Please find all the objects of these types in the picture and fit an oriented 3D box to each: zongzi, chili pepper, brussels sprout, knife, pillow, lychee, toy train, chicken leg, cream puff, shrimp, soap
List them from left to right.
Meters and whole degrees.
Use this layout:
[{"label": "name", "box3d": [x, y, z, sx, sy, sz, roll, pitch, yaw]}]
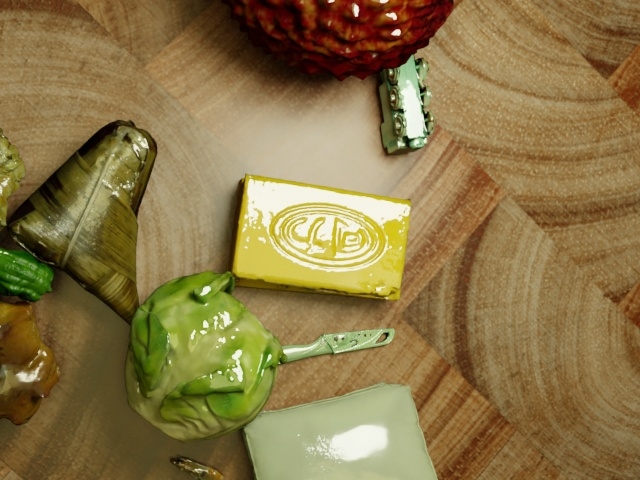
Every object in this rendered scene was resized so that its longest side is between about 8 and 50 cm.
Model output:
[{"label": "cream puff", "box3d": [-0.555, 0.198, 1.272, 0.241, 0.155, 0.268, -7, 104, -22]}, {"label": "chili pepper", "box3d": [-0.511, 0.033, 1.210, 0.257, 0.100, 0.074, 40, 52, -43]}, {"label": "chicken leg", "box3d": [-0.541, -0.097, 1.293, 0.103, 0.088, 0.227, -12, 56, -16]}, {"label": "zongzi", "box3d": [-0.336, -0.025, 1.336, 0.286, 0.134, 0.288, -45, 99, 1]}, {"label": "shrimp", "box3d": [-0.230, 0.436, 1.396, 0.114, 0.023, 0.083, 32, 83, -13]}, {"label": "brussels sprout", "box3d": [-0.199, 0.199, 1.318, 0.260, 0.227, 0.294, 32, 89, 6]}, {"label": "soap", "box3d": [0.001, 0.000, 1.434, 0.325, 0.096, 0.204, 7, 85, -12]}, {"label": "knife", "box3d": [0.002, 0.197, 1.463, 0.293, 0.020, 0.043, -6, 87, -13]}, {"label": "pillow", "box3d": [0.038, 0.398, 1.390, 0.323, 0.119, 0.255, -10, 68, -14]}, {"label": "lychee", "box3d": [0.062, -0.484, 1.305, 0.501, 0.424, 0.424, 0, 87, 8]}, {"label": "toy train", "box3d": [0.154, -0.260, 1.470, 0.081, 0.125, 0.193, -7, 85, -20]}]
